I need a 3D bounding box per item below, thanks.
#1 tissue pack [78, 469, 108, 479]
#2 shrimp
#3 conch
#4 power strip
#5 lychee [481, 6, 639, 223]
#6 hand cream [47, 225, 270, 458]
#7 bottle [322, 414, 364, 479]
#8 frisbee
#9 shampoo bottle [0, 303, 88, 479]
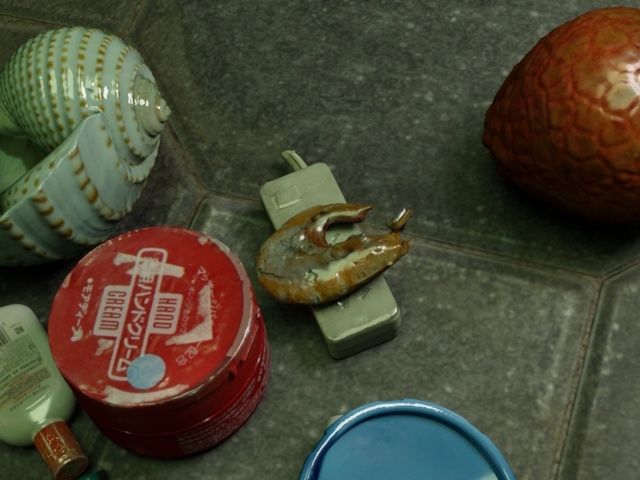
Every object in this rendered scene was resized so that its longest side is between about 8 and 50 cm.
[{"bbox_3d":[-0.281,0.301,1.145,0.138,0.028,0.085,-25,59,-4],"label":"tissue pack"},{"bbox_3d":[0.015,0.002,1.207,0.187,0.051,0.132,-17,59,1],"label":"shrimp"},{"bbox_3d":[-0.322,-0.090,1.288,0.319,0.215,0.303,-24,45,31],"label":"conch"},{"bbox_3d":[0.000,0.000,1.274,0.093,0.053,0.288,-23,59,-6],"label":"power strip"},{"bbox_3d":[0.329,-0.143,1.203,0.300,0.255,0.255,-29,53,28],"label":"lychee"},{"bbox_3d":[-0.168,0.112,1.174,0.230,0.149,0.230,-5,56,7],"label":"hand cream"},{"bbox_3d":[0.008,0.284,1.092,0.060,0.060,0.217,9,59,13],"label":"bottle"},{"bbox_3d":[0.088,0.276,1.071,0.242,0.045,0.242,8,62,-14],"label":"frisbee"},{"bbox_3d":[-0.328,0.173,1.215,0.108,0.051,0.221,-33,60,-13],"label":"shampoo bottle"}]
